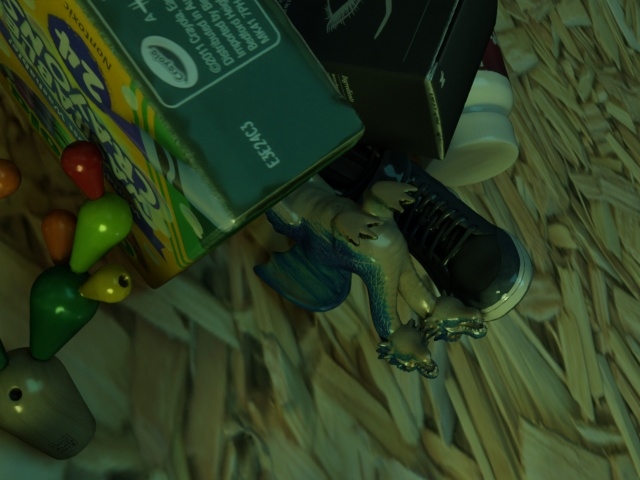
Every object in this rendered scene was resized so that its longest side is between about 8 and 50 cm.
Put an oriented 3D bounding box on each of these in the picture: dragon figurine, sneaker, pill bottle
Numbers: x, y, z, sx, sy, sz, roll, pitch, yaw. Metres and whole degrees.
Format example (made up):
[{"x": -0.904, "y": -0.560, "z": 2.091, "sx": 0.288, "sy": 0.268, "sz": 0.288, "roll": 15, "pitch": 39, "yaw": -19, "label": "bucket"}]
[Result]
[{"x": 0.000, "y": 0.000, "z": 0.646, "sx": 0.289, "sy": 0.144, "sz": 0.085, "roll": 29, "pitch": 52, "yaw": 24, "label": "dragon figurine"}, {"x": 0.074, "y": -0.024, "z": 0.694, "sx": 0.163, "sy": 0.086, "sz": 0.226, "roll": 32, "pitch": 11, "yaw": -28, "label": "sneaker"}, {"x": 0.138, "y": -0.178, "z": 0.863, "sx": 0.121, "sy": 0.121, "sz": 0.221, "roll": 9, "pitch": 61, "yaw": -39, "label": "pill bottle"}]

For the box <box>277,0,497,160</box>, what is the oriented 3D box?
[{"x": 0.025, "y": -0.172, "z": 0.661, "sx": 0.153, "sy": 0.207, "sz": 0.108, "roll": -66, "pitch": 156, "yaw": -21, "label": "box"}]

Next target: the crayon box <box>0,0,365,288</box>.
[{"x": -0.115, "y": -0.082, "z": 0.483, "sx": 0.083, "sy": 0.323, "sz": 0.203, "roll": -37, "pitch": 93, "yaw": -19, "label": "crayon box"}]

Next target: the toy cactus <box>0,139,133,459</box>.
[{"x": -0.178, "y": 0.061, "z": 0.434, "sx": 0.219, "sy": 0.112, "sz": 0.180, "roll": -41, "pitch": 131, "yaw": -15, "label": "toy cactus"}]
